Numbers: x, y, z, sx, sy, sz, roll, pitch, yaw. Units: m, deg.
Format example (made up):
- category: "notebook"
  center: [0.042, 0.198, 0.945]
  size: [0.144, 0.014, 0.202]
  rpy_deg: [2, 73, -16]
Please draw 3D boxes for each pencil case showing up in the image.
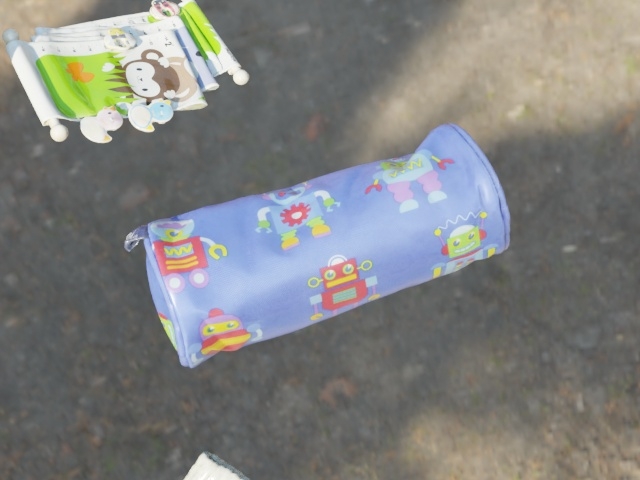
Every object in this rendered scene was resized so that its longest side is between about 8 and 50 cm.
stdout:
- category: "pencil case"
  center: [0.000, 0.000, 1.178]
  size: [0.306, 0.119, 0.133]
  rpy_deg: [-19, 43, -7]

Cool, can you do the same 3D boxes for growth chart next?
- category: "growth chart"
  center: [-0.187, -0.171, 1.390]
  size: [0.237, 0.021, 0.172]
  rpy_deg: [-20, 57, -34]

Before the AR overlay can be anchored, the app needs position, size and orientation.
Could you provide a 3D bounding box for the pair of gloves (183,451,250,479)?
- category: "pair of gloves"
  center: [-0.057, 0.296, 1.011]
  size: [0.240, 0.042, 0.204]
  rpy_deg: [44, 103, 1]
